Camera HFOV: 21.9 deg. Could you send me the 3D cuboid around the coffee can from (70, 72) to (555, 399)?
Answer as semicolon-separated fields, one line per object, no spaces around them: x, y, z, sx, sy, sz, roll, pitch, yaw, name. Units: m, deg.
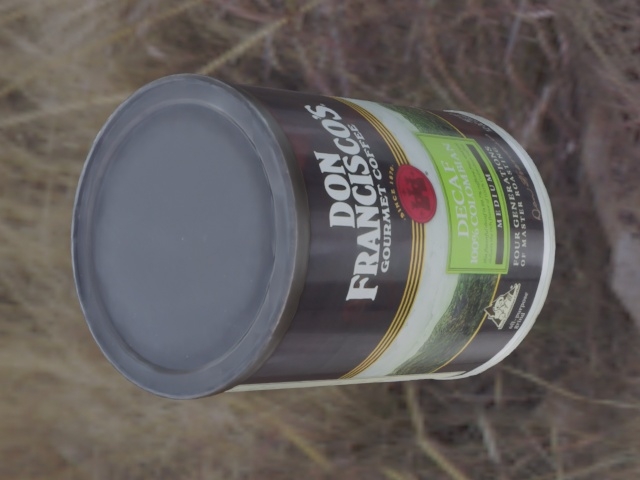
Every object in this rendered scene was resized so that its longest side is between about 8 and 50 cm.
0.000;0.000;1.122;0.201;0.275;0.201;-1;88;41;coffee can
